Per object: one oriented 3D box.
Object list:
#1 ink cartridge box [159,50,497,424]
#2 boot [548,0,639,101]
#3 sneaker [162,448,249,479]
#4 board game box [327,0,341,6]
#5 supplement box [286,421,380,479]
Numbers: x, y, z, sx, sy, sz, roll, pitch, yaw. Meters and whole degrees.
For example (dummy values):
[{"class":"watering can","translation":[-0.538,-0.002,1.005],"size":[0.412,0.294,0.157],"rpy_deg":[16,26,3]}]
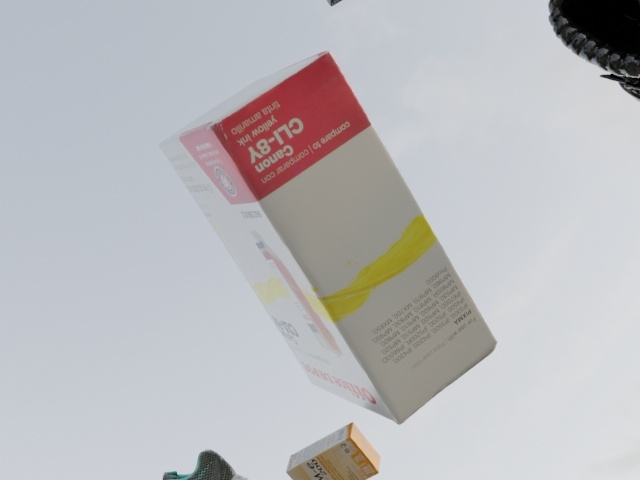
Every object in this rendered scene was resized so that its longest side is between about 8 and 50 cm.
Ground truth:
[{"class":"ink cartridge box","translation":[0.000,0.000,1.042],"size":[0.160,0.279,0.385],"rpy_deg":[-36,-77,-17]},{"class":"boot","translation":[0.448,-0.202,0.989],"size":[0.260,0.348,0.131],"rpy_deg":[17,-89,-53]},{"class":"sneaker","translation":[-0.164,0.302,1.011],"size":[0.166,0.076,0.065],"rpy_deg":[-38,-7,-3]},{"class":"board game box","translation":[0.086,-0.412,1.124],"size":[0.194,0.060,0.194],"rpy_deg":[-25,-21,-10]},{"class":"supplement box","translation":[0.016,0.274,1.080],"size":[0.098,0.036,0.062],"rpy_deg":[-33,-76,19]}]
